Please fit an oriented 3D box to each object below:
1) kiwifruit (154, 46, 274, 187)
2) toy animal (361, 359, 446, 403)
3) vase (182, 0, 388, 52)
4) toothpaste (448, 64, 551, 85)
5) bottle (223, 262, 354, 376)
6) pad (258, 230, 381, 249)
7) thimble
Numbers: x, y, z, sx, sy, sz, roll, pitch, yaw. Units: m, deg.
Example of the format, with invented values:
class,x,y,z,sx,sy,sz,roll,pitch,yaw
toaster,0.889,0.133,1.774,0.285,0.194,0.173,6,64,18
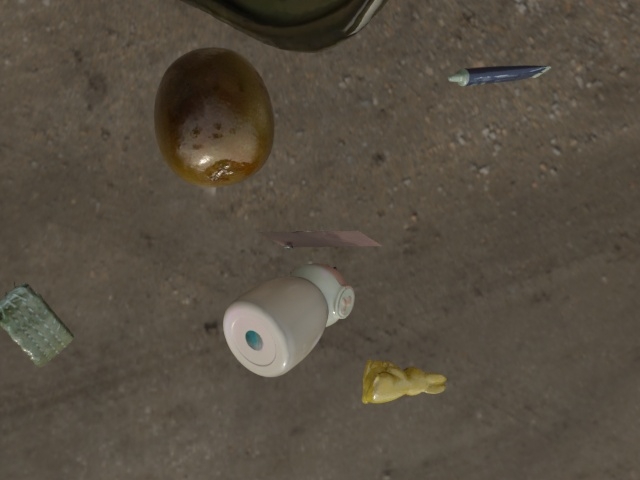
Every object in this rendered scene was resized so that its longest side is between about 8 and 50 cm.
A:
class,x,y,z,sx,sy,sz,roll,pitch,yaw
kiwifruit,-0.172,-0.203,1.576,0.196,0.234,0.196,-4,148,-3
toy animal,0.159,0.269,1.839,0.159,0.070,0.083,1,117,-19
vase,-0.062,-0.254,0.479,0.329,0.302,0.241,7,149,30
toothpaste,0.212,-0.199,1.179,0.140,0.037,0.021,-9,83,-26
bottle,-0.041,0.119,1.679,0.147,0.236,0.147,19,124,31
pad,0.000,0.000,1.677,0.188,0.006,0.113,-1,165,25
thimble,-0.365,0.105,1.237,0.062,0.084,0.110,-42,126,-16
